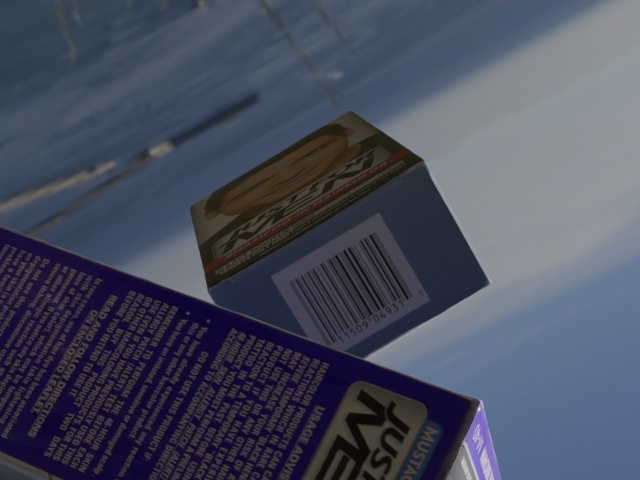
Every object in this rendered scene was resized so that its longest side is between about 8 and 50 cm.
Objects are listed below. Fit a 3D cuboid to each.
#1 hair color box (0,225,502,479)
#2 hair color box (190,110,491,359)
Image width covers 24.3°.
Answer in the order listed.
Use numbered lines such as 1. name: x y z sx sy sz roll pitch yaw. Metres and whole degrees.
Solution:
1. hair color box: -0.085 0.098 0.705 0.110 0.338 0.185 -60 155 -22
2. hair color box: 0.000 0.000 1.249 0.185 0.114 0.374 -31 -168 -1
